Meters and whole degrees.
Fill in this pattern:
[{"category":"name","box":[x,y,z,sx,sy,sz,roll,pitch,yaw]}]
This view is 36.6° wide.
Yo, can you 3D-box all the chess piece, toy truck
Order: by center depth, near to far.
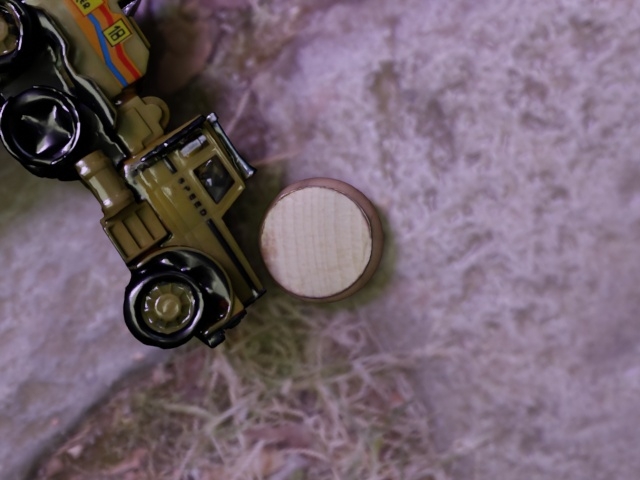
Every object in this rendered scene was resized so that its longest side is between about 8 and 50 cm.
[{"category":"toy truck","box":[-0.121,-0.054,0.610,0.127,0.127,0.257,-31,95,-12]},{"category":"chess piece","box":[0.000,0.000,0.638,0.084,0.038,0.083,1,97,11]}]

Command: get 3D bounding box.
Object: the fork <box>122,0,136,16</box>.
[{"category":"fork","box":[-0.144,-0.140,0.666,0.016,0.012,0.115,28,94,3]}]
